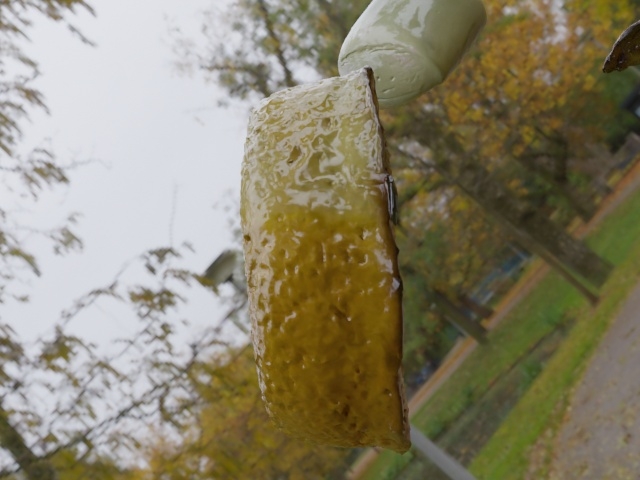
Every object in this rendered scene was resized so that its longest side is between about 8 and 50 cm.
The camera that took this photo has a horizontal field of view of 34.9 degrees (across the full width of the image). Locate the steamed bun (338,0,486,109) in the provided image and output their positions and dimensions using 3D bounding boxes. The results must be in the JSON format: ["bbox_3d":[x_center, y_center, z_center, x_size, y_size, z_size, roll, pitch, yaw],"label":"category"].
[{"bbox_3d":[0.132,-0.320,1.622,0.200,0.155,0.250,-51,15,-21],"label":"steamed bun"}]

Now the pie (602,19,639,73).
[{"bbox_3d":[0.542,-0.324,1.624,0.191,0.088,0.033,-17,37,5],"label":"pie"}]

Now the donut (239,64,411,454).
[{"bbox_3d":[0.000,0.000,1.102,0.435,0.164,0.377,-92,-3,-53],"label":"donut"}]
